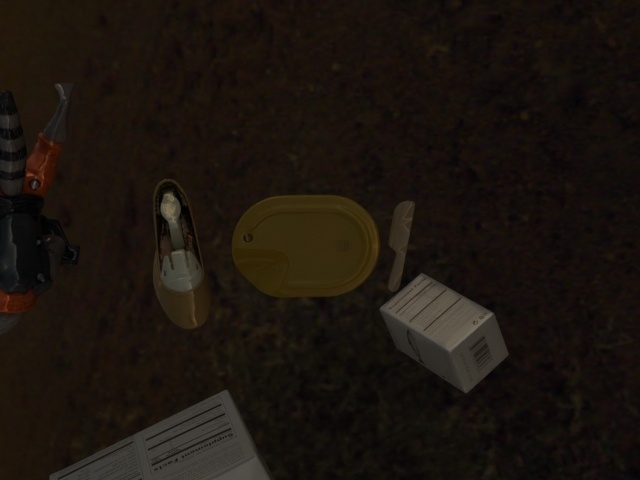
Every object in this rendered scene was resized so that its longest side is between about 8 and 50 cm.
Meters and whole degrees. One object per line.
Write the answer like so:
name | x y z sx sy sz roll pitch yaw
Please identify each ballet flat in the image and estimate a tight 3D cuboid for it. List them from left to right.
ballet flat | -0.207 0.014 1.516 0.073 0.080 0.232 90 166 -60

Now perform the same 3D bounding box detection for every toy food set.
toy food set | 0.000 0.000 1.307 0.071 0.218 0.128 -107 19 -74

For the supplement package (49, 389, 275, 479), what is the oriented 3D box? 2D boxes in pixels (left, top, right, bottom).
supplement package | -0.118 0.324 1.062 0.261 0.204 0.145 67 173 -24

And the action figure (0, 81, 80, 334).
action figure | -0.446 -0.028 1.343 0.178 0.341 0.330 16 110 53

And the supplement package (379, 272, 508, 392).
supplement package | 0.203 0.150 1.756 0.179 0.105 0.105 30 153 49
